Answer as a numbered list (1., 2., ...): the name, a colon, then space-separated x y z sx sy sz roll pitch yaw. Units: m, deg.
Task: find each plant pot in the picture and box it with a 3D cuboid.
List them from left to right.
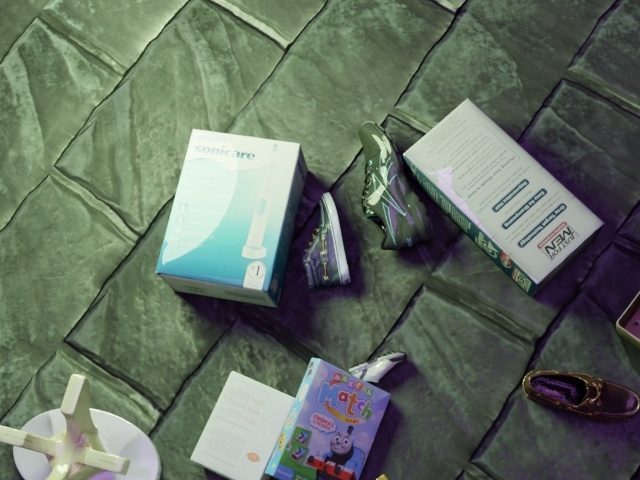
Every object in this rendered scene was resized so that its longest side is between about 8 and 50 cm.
1. plant pot: 0.584 0.149 1.618 0.109 0.096 0.109 37 78 16

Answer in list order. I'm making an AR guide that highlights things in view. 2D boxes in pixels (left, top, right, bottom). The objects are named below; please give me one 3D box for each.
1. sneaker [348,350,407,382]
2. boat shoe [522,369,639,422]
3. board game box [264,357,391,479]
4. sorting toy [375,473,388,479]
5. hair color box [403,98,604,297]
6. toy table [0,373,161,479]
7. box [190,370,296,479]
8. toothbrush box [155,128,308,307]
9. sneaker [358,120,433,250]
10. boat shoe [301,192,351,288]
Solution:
1. sneaker: 0.108 0.231 1.673 0.109 0.040 0.044 -21 87 2
2. boat shoe: 0.455 0.269 1.604 0.206 0.073 0.073 7 71 7
3. board game box: 0.016 0.333 1.601 0.160 0.039 0.212 29 73 -22
4. sorting toy: 0.070 0.537 1.565 0.132 0.046 0.275 28 77 14
5. hair color box: 0.332 -0.080 1.715 0.174 0.105 0.347 -41 72 -8
6. toy table: -0.429 0.371 1.612 0.274 0.161 0.252 0 71 7
7. box: -0.129 0.339 1.628 0.130 0.091 0.171 22 74 12
8. toothbrush box: -0.161 -0.043 1.741 0.216 0.126 0.296 8 73 9
9. sneaker: 0.118 -0.104 1.749 0.106 0.101 0.268 -23 70 0
10. boat shoe: 0.000 0.000 1.742 0.083 0.065 0.184 -11 72 0
